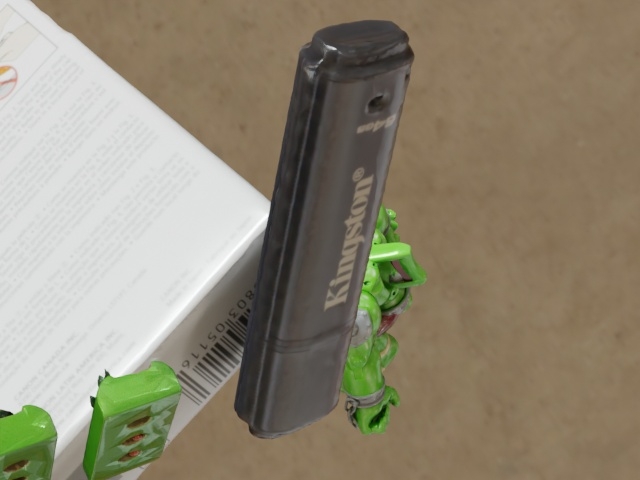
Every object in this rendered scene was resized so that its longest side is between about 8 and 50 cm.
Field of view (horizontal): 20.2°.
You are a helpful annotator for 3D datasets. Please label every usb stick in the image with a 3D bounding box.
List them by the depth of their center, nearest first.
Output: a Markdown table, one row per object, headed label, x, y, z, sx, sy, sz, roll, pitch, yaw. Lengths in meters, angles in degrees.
| label | x | y | z | sx | sy | sz | roll | pitch | yaw |
| --- | --- | --- | --- | --- | --- | --- | --- | --- | --- |
| usb stick | 0.000 | 0.000 | 1.068 | 0.077 | 0.045 | 0.278 | -14 | 130 | -34 |

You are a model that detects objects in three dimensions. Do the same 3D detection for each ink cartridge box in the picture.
| label | x | y | z | sx | sy | sz | roll | pitch | yaw |
| --- | --- | --- | --- | --- | --- | --- | --- | --- | --- |
| ink cartridge box | -0.223 | 0.016 | 1.237 | 0.308 | 0.385 | 0.091 | -48 | 141 | -2 |

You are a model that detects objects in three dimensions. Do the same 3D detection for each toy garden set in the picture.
| label | x | y | z | sx | sy | sz | roll | pitch | yaw |
| --- | --- | --- | --- | --- | --- | --- | --- | --- | --- |
| toy garden set | -0.207 | 0.136 | 0.973 | 0.244 | 0.049 | 0.204 | -18 | 159 | -20 |

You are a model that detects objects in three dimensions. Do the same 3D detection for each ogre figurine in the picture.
| label | x | y | z | sx | sy | sz | roll | pitch | yaw |
| --- | --- | --- | --- | --- | --- | --- | --- | --- | --- |
| ogre figurine | 0.036 | 0.037 | 1.401 | 0.097 | 0.197 | 0.118 | 15 | 151 | 21 |
